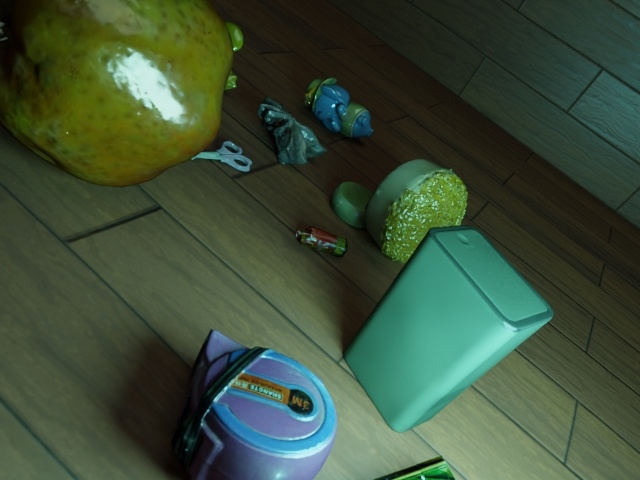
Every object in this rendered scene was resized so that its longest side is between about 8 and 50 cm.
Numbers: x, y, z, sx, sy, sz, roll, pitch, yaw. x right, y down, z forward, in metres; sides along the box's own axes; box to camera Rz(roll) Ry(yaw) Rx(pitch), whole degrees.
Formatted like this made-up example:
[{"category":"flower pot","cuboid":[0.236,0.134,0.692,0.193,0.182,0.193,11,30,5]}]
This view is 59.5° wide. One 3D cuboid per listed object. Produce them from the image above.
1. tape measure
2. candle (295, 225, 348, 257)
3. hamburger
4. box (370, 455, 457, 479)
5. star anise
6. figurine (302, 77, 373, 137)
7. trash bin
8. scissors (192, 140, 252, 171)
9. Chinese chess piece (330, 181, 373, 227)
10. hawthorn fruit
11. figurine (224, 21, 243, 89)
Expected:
[{"category":"tape measure","cuboid":[-0.096,0.264,0.840,0.231,0.149,0.245,24,26,-8]},{"category":"candle","cuboid":[0.000,0.000,1.344,0.130,0.052,0.052,19,35,-19]},{"category":"hamburger","cuboid":[0.257,-0.071,1.451,0.294,0.276,0.179,-14,44,-43]},{"category":"box","cuboid":[0.141,0.445,0.863,0.240,0.071,0.159,1,42,-40]},{"category":"star anise","cuboid":[-0.100,-0.313,1.625,0.257,0.110,0.198,50,21,13]},{"category":"figurine","cuboid":[0.062,-0.446,1.890,0.262,0.154,0.180,36,21,12]},{"category":"trash bin","cuboid":[0.206,0.168,1.028,0.158,0.343,0.223,-4,48,-45]},{"category":"scissors","cuboid":[-0.269,-0.214,1.423,0.212,0.021,0.110,-11,55,-47]},{"category":"Chinese chess piece","cuboid":[0.097,-0.098,1.549,0.144,0.058,0.144,21,36,-16]},{"category":"hawthorn fruit","cuboid":[-0.418,-0.338,1.072,0.471,0.472,0.472,22,34,-16]},{"category":"figurine","cuboid":[-0.333,-0.541,1.620,0.215,0.228,0.215,5,72,-18]}]
